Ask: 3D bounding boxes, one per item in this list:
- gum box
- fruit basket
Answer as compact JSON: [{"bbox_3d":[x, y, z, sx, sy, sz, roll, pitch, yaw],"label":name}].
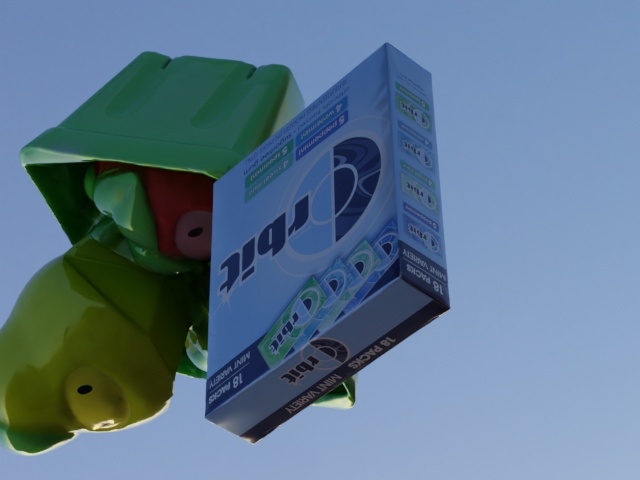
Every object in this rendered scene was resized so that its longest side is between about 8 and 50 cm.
[{"bbox_3d":[0.000,0.000,0.968,0.041,0.184,0.157,32,-52,-30],"label":"gum box"},{"bbox_3d":[-0.142,0.054,1.594,0.392,0.283,0.392,-26,-59,-57],"label":"fruit basket"}]
